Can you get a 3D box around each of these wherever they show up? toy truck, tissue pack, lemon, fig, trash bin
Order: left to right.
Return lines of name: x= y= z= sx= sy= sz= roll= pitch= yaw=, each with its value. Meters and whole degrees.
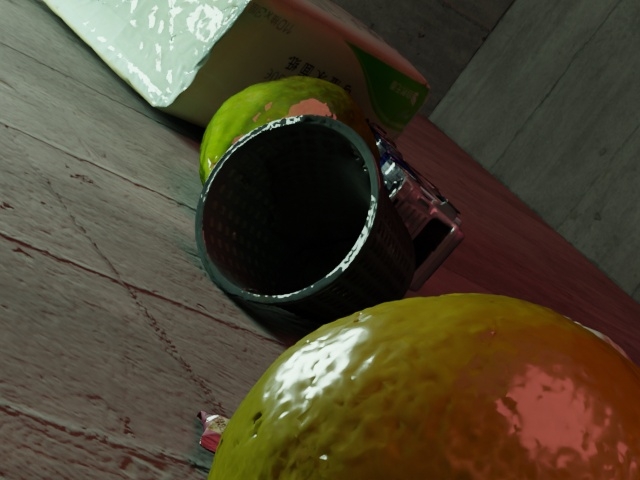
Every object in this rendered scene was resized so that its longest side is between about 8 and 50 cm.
tissue pack: x=-0.110 y=-0.254 z=2.000 sx=0.332 sy=0.205 sz=0.405 roll=44 pitch=12 yaw=33
fig: x=-0.049 y=-0.074 z=1.641 sx=0.233 sy=0.167 sz=0.167 roll=-23 pitch=51 yaw=-34
trash bin: x=0.000 y=0.000 z=1.434 sx=0.175 sy=0.175 sz=0.161 roll=43 pitch=0 yaw=32
toy truck: x=0.086 y=-0.028 z=1.881 sx=0.155 sy=0.124 sz=0.268 roll=39 pitch=8 yaw=-16
lemon: x=0.064 y=0.161 z=0.739 sx=0.240 sy=0.240 sz=0.219 roll=29 pitch=38 yaw=-33

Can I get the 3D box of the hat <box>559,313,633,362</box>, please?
hat: x=0.201 y=0.160 z=1.362 sx=0.232 sy=0.161 sz=0.275 roll=28 pitch=16 yaw=-19

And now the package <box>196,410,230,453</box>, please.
package: x=-0.051 y=0.129 z=1.028 sx=0.059 sy=0.029 sz=0.083 roll=27 pitch=1 yaw=-9
